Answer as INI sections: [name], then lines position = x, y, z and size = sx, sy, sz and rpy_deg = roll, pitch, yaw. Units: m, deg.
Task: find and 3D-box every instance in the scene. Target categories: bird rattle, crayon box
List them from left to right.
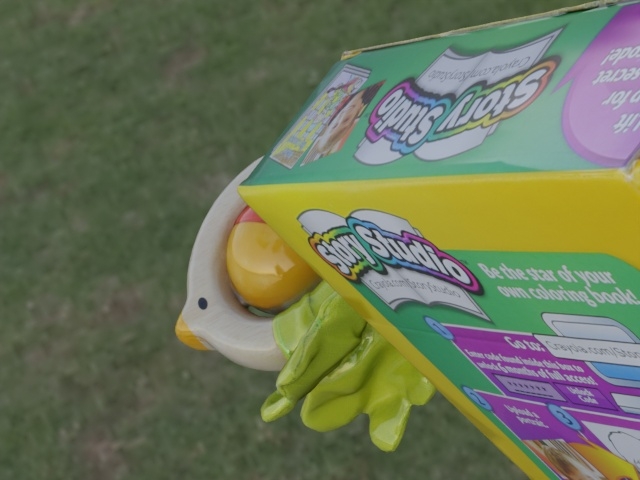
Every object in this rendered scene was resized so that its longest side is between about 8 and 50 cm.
[bird rattle]
position = 0.000, 0.000, 1.227
size = 0.207, 0.143, 0.253
rpy_deg = 5, 76, 36
[crayon box]
position = 0.160, 0.043, 0.821
size = 0.106, 0.313, 0.363
rpy_deg = -50, 18, -15
